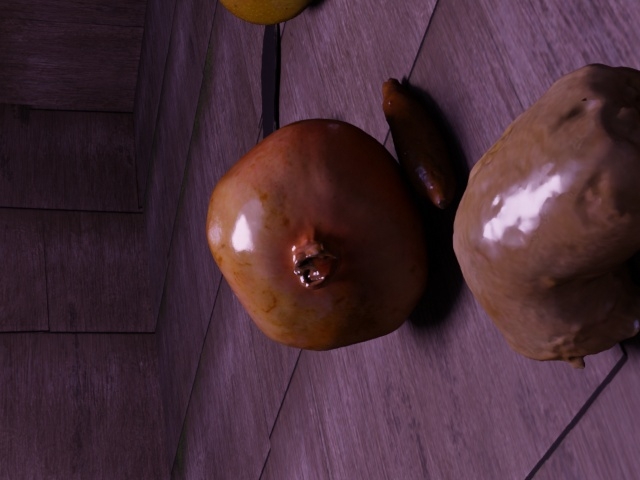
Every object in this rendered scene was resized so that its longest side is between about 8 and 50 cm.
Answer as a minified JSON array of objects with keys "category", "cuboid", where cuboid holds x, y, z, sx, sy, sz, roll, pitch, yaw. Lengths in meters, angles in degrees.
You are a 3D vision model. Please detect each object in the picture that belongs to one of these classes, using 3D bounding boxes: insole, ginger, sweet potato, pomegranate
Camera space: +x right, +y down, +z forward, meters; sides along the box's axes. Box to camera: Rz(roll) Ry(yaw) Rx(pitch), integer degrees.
[{"category":"insole","cuboid":[-0.086,-0.243,1.852,0.110,0.012,0.310,154,115,-70]},{"category":"ginger","cuboid":[0.179,-0.025,0.759,0.267,0.152,0.138,102,-170,-47]},{"category":"sweet potato","cuboid":[0.103,-0.114,1.154,0.265,0.057,0.057,-103,22,-50]},{"category":"pomegranate","cuboid":[0.000,0.000,1.142,0.270,0.229,0.252,-108,-5,-74]}]

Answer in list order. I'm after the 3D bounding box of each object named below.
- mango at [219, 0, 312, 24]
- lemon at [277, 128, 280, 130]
[{"category":"mango","cuboid":[-0.062,-0.422,1.536,0.176,0.176,0.329,-51,9,-18]},{"category":"lemon","cuboid":[-0.024,-0.095,1.467,0.155,0.114,0.114,-109,26,-44]}]
